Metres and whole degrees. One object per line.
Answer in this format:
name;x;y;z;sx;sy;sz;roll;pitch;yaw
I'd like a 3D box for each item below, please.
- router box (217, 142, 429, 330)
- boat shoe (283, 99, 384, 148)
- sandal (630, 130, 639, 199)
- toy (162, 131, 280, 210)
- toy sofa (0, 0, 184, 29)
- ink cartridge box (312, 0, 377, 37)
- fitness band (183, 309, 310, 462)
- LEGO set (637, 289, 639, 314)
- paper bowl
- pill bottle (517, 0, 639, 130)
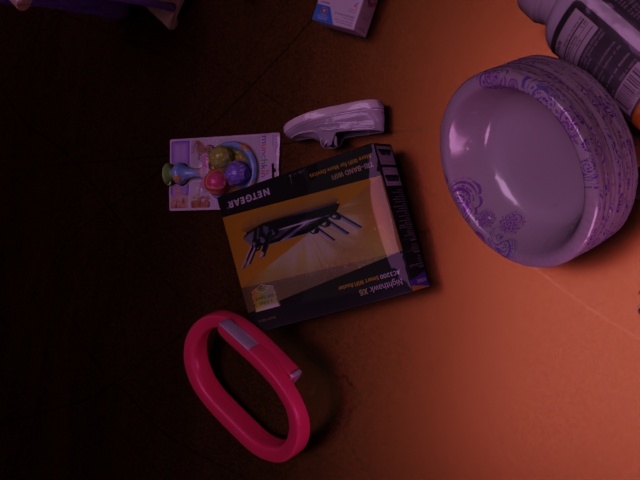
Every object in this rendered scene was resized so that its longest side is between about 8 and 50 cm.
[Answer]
router box;0.000;0.000;1.463;0.309;0.081;0.243;-18;86;27
boat shoe;0.024;-0.188;1.492;0.184;0.066;0.063;-10;81;18
sandal;0.424;-0.134;1.263;0.219;0.060;0.090;46;108;23
toy;-0.188;-0.125;1.605;0.237;0.056;0.137;0;88;29
toy sofa;-0.418;-0.454;1.576;0.150;0.362;0.177;43;118;24
ink cartridge box;0.050;-0.417;1.492;0.088;0.052;0.122;22;96;28
fitness band;-0.126;0.246;1.508;0.291;0.054;0.209;41;133;24
LEGO set;0.534;0.014;1.172;0.107;0.132;0.287;37;81;9
paper bowl;0.313;-0.116;1.234;0.284;0.148;0.284;35;138;40
pill bottle;0.415;-0.288;1.220;0.162;0.162;0.278;-47;67;18
